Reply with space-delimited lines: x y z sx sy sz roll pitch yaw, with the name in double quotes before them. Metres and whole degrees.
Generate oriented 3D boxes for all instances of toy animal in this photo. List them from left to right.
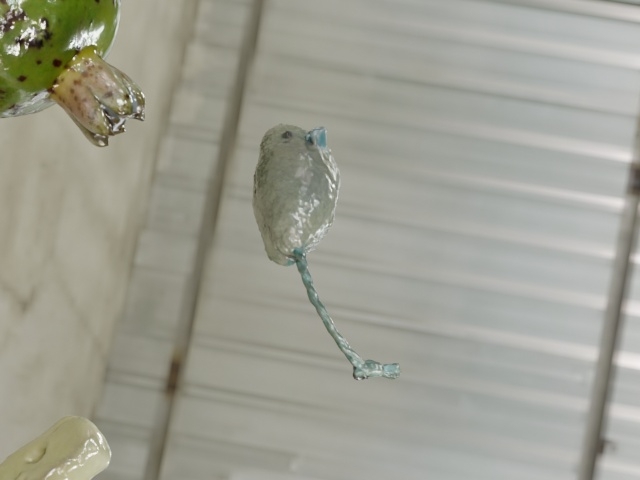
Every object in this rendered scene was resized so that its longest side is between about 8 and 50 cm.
"toy animal" -0.006 0.001 1.525 0.070 0.079 0.253 81 -8 -56

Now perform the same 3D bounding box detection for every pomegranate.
"pomegranate" -0.266 -0.187 1.734 0.202 0.248 0.202 -43 168 -11

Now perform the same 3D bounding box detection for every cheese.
"cheese" -0.245 0.203 1.412 0.043 0.194 0.065 59 -17 -25
